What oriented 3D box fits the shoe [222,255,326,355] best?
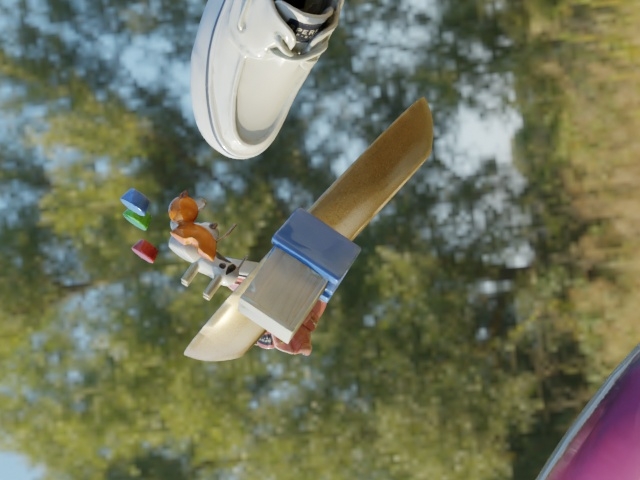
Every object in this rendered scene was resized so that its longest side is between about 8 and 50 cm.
[{"bbox_3d":[-0.054,0.069,1.512,0.178,0.063,0.081,22,-99,-56],"label":"shoe"}]

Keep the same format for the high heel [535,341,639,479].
[{"bbox_3d":[0.164,0.167,0.491,0.127,0.181,0.377,-44,-34,-16],"label":"high heel"}]

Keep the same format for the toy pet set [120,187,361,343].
[{"bbox_3d":[-0.041,-0.003,0.804,0.065,0.114,0.122,-56,-3,-13],"label":"toy pet set"}]

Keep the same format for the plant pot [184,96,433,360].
[{"bbox_3d":[0.000,0.000,1.000,0.032,0.236,0.236,42,-170,2],"label":"plant pot"}]

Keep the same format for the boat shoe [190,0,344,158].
[{"bbox_3d":[-0.030,-0.174,1.119,0.084,0.095,0.258,40,125,48],"label":"boat shoe"}]
